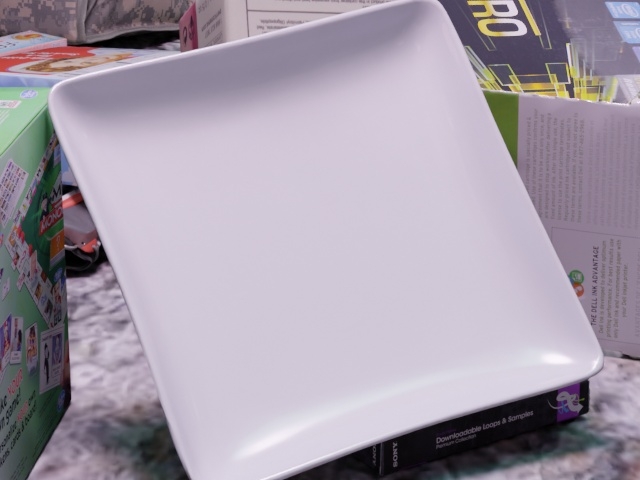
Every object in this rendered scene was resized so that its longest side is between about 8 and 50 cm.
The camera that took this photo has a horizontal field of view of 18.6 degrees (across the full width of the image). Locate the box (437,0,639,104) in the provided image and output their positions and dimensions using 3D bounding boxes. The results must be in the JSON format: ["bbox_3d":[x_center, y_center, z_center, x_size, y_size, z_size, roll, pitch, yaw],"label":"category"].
[{"bbox_3d":[0.125,-0.140,1.605,0.318,0.097,0.395,-1,44,-16],"label":"box"}]

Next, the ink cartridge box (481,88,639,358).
[{"bbox_3d":[0.221,-0.022,1.351,0.255,0.188,0.097,7,22,22],"label":"ink cartridge box"}]

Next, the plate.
[{"bbox_3d":[0.000,0.000,1.204,0.278,0.277,0.045,-16,-18,-22],"label":"plate"}]

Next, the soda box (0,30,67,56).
[{"bbox_3d":[-0.338,-0.161,1.952,0.058,0.063,0.183,17,26,40],"label":"soda box"}]

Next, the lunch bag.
[{"bbox_3d":[-0.274,-0.315,2.247,0.235,0.168,0.287,7,13,30],"label":"lunch bag"}]

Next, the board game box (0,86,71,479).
[{"bbox_3d":[-0.200,0.055,1.101,0.046,0.213,0.317,2,19,6],"label":"board game box"}]

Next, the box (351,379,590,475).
[{"bbox_3d":[0.073,0.099,1.250,0.162,0.029,0.116,-14,23,-30],"label":"box"}]

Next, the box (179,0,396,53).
[{"bbox_3d":[-0.007,-0.056,1.330,0.149,0.232,0.127,0,-10,-19],"label":"box"}]

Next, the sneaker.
[{"bbox_3d":[-0.192,0.001,1.524,0.158,0.061,0.065,-13,54,-49],"label":"sneaker"}]

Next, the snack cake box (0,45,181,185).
[{"bbox_3d":[-0.185,-0.103,1.595,0.264,0.089,0.152,8,19,42],"label":"snack cake box"}]
